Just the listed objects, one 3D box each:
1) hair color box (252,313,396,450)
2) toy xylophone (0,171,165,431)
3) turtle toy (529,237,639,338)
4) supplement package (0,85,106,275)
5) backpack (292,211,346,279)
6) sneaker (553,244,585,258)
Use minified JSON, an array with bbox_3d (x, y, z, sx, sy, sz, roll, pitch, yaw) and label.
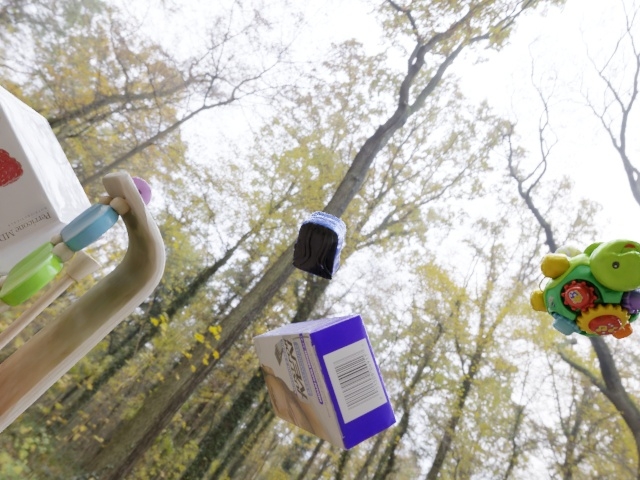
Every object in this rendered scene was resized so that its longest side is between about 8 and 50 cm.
[{"bbox_3d":[-0.016,0.252,0.768,0.339,0.110,0.185,-32,-106,64],"label":"hair color box"},{"bbox_3d":[-0.264,0.073,0.321,0.236,0.322,0.081,1,-46,49],"label":"toy xylophone"},{"bbox_3d":[0.259,0.046,0.375,0.095,0.066,0.130,1,-50,11],"label":"turtle toy"},{"bbox_3d":[-0.574,-0.103,0.744,0.292,0.178,0.175,60,-8,5],"label":"supplement package"},{"bbox_3d":[0.000,0.000,0.834,0.098,0.101,0.120,16,-55,10],"label":"backpack"},{"bbox_3d":[0.550,0.079,0.743,0.240,0.091,0.126,22,-9,-21],"label":"sneaker"}]
